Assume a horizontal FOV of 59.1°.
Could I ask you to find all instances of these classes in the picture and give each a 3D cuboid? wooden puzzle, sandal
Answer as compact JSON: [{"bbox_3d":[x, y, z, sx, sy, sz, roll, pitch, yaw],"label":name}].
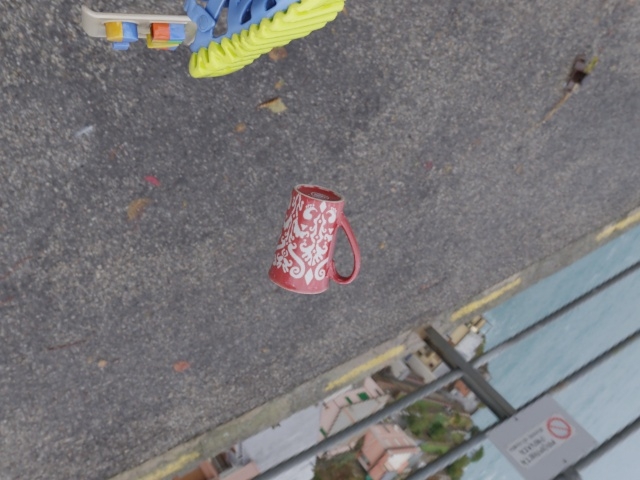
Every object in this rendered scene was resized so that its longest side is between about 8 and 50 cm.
[{"bbox_3d":[-0.562,-0.651,1.776,0.348,0.322,0.080,-2,100,-22],"label":"wooden puzzle"},{"bbox_3d":[-0.101,-0.343,0.823,0.126,0.318,0.138,-29,106,-49],"label":"sandal"}]

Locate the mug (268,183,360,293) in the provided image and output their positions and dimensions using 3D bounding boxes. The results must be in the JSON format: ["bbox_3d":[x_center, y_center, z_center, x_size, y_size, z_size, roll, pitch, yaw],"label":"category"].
[{"bbox_3d":[-0.004,-0.004,1.001,0.151,0.113,0.169,8,110,-15],"label":"mug"}]
